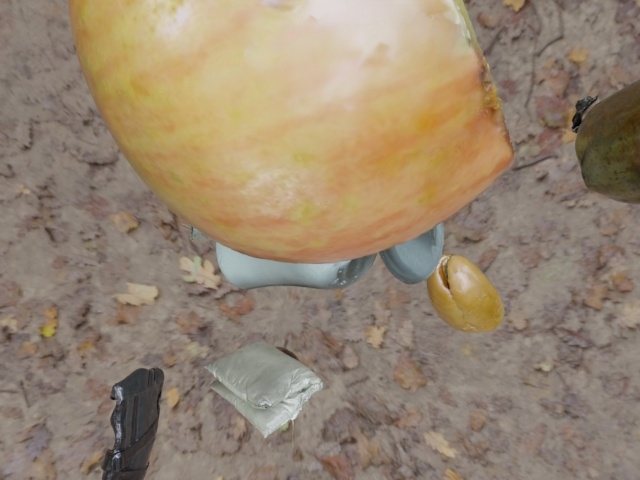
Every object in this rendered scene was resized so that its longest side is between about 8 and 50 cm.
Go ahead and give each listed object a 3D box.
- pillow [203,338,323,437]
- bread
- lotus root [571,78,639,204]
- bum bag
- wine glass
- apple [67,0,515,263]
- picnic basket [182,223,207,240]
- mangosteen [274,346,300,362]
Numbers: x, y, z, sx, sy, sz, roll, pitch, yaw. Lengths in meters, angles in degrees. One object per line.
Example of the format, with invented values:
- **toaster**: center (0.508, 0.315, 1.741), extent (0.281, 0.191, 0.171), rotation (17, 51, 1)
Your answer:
- **pillow**: center (-0.099, 0.239, 1.291), extent (0.134, 0.181, 0.077), rotation (-31, 127, -29)
- **bread**: center (0.239, 0.099, 1.271), extent (0.114, 0.189, 0.077), rotation (-1, 53, 38)
- **lotus root**: center (0.353, -0.110, 0.713), extent (0.124, 0.241, 0.123), rotation (42, 52, -20)
- **bum bag**: center (-0.211, 0.219, 0.819), extent (0.049, 0.087, 0.197), rotation (20, 110, 17)
- **wine glass**: center (0.000, 0.000, 0.756), extent (0.103, 0.231, 0.103), rotation (9, 77, -44)
- **apple**: center (-0.035, -0.133, 0.597), extent (0.309, 0.252, 0.314), rotation (-21, 118, 13)
- **picnic basket**: center (-0.221, -0.036, 1.417), extent (0.083, 0.065, 0.083), rotation (30, 47, 18)
- **mangosteen**: center (-0.089, 0.277, 1.469), extent (0.140, 0.140, 0.140), rotation (0, 85, -3)
